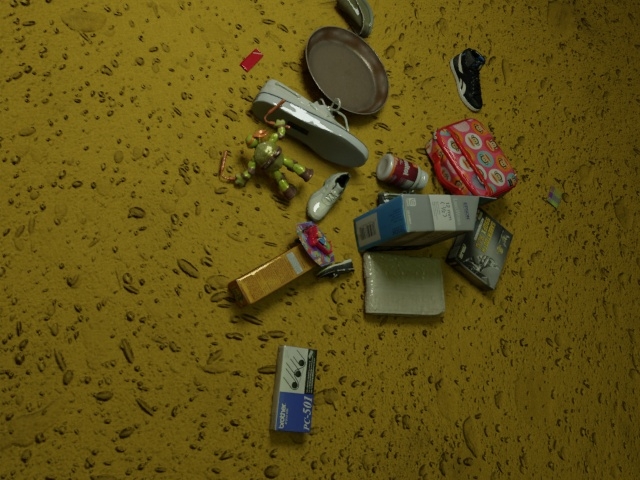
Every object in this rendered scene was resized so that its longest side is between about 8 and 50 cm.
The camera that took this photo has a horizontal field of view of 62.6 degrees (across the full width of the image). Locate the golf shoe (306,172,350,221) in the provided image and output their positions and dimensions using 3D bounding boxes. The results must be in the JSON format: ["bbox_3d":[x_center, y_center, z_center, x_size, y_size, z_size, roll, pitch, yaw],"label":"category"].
[{"bbox_3d":[0.025,-0.133,1.506,0.069,0.086,0.176,39,63,-15],"label":"golf shoe"}]

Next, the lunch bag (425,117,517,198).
[{"bbox_3d":[0.485,-0.250,1.747,0.258,0.120,0.293,-22,75,-29],"label":"lunch bag"}]

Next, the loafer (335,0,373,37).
[{"bbox_3d":[0.091,-0.768,1.715,0.087,0.094,0.251,-18,76,-25],"label":"loafer"}]

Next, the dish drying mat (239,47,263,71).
[{"bbox_3d":[-0.200,-0.527,1.534,0.032,0.008,0.083,42,61,-13],"label":"dish drying mat"}]

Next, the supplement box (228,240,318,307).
[{"bbox_3d":[-0.120,0.087,1.375,0.233,0.078,0.080,-32,93,-31],"label":"supplement box"}]

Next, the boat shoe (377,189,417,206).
[{"bbox_3d":[0.278,-0.123,1.643,0.219,0.078,0.070,-2,79,-27],"label":"boat shoe"}]

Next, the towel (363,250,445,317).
[{"bbox_3d":[0.251,0.133,1.579,0.282,0.049,0.187,7,72,-26],"label":"towel"}]

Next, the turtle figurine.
[{"bbox_3d":[-0.120,-0.228,1.419,0.217,0.087,0.269,40,83,-23],"label":"turtle figurine"}]

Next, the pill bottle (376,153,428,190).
[{"bbox_3d":[0.258,-0.209,1.650,0.152,0.086,0.086,16,70,-24],"label":"pill bottle"}]

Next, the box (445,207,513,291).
[{"bbox_3d":[0.531,0.026,1.751,0.183,0.056,0.231,37,63,-14],"label":"box"}]

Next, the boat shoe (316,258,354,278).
[{"bbox_3d":[0.044,0.087,1.483,0.125,0.046,0.038,-18,81,-39],"label":"boat shoe"}]

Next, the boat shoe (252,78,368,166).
[{"bbox_3d":[-0.009,-0.356,1.532,0.367,0.136,0.156,26,63,-10],"label":"boat shoe"}]

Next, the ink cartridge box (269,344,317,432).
[{"bbox_3d":[-0.067,0.378,1.343,0.097,0.046,0.207,13,71,-23],"label":"ink cartridge box"}]

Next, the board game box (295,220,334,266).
[{"bbox_3d":[0.000,0.000,1.431,0.133,0.033,0.169,60,22,7],"label":"board game box"}]

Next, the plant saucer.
[{"bbox_3d":[0.079,-0.523,1.645,0.310,0.050,0.310,12,66,-28],"label":"plant saucer"}]

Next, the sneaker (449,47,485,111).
[{"bbox_3d":[0.549,-0.582,1.884,0.079,0.121,0.217,-23,88,-30],"label":"sneaker"}]

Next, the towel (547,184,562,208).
[{"bbox_3d":[0.902,-0.169,2.028,0.060,0.009,0.083,34,64,-17],"label":"towel"}]

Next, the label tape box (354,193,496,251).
[{"bbox_3d":[0.311,-0.046,1.539,0.348,0.249,0.115,1,76,-28],"label":"label tape box"}]
